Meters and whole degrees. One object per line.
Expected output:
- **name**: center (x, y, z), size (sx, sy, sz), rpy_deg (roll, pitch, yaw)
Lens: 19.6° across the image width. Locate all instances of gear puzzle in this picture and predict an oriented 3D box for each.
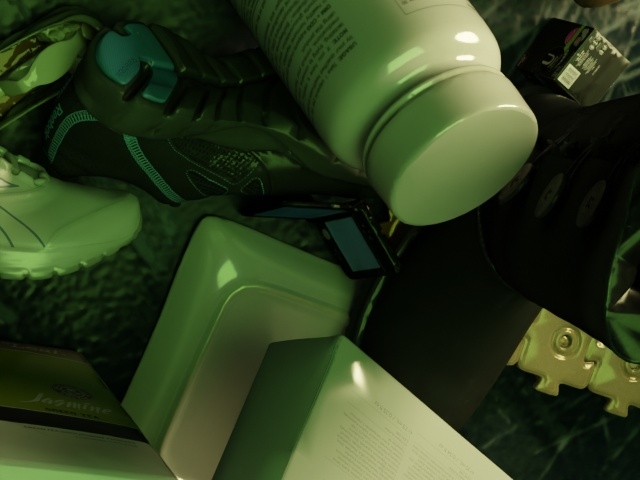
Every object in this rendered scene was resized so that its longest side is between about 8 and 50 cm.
- **gear puzzle**: center (0.195, 0.045, 1.757), size (0.339, 0.044, 0.175), rpy_deg (19, 92, -20)

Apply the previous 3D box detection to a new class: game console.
- **game console**: center (0.000, 0.000, 1.623), size (0.071, 0.122, 0.107), rpy_deg (-32, 98, -18)

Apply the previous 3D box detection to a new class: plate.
- **plate**: center (-0.036, 0.149, 1.699), size (0.278, 0.045, 0.277), rpy_deg (21, 95, -25)

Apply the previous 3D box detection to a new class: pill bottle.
- **pill bottle**: center (0.045, -0.158, 1.501), size (0.160, 0.283, 0.160), rpy_deg (-24, 149, -15)

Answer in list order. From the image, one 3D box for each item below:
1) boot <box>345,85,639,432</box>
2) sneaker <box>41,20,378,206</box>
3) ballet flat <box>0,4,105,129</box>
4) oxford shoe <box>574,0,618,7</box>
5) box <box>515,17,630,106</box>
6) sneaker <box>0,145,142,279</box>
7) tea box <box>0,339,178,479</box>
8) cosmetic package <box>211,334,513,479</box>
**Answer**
- **boot**: center (0.185, 0.045, 1.491), size (0.146, 0.445, 0.367), rpy_deg (23, 90, -19)
- **sneaker**: center (-0.077, -0.093, 1.595), size (0.340, 0.125, 0.139), rpy_deg (13, 139, -34)
- **ballet flat**: center (-0.268, -0.125, 1.526), size (0.213, 0.068, 0.072), rpy_deg (-34, 114, -9)
- **oxford shoe**: center (0.317, -0.278, 1.709), size (0.227, 0.083, 0.096), rpy_deg (-23, 137, -17)
- **box**: center (0.229, -0.161, 1.692), size (0.052, 0.083, 0.062), rpy_deg (40, 88, -23)
- **sneaker**: center (-0.286, -0.039, 1.477), size (0.297, 0.111, 0.129), rpy_deg (3, 101, -16)
- **tea box**: center (-0.328, 0.209, 1.453), size (0.329, 0.323, 0.220), rpy_deg (10, 102, -22)
- **cosmetic package**: center (0.056, 0.297, 1.519), size (0.377, 0.097, 0.284), rpy_deg (42, 55, -31)
